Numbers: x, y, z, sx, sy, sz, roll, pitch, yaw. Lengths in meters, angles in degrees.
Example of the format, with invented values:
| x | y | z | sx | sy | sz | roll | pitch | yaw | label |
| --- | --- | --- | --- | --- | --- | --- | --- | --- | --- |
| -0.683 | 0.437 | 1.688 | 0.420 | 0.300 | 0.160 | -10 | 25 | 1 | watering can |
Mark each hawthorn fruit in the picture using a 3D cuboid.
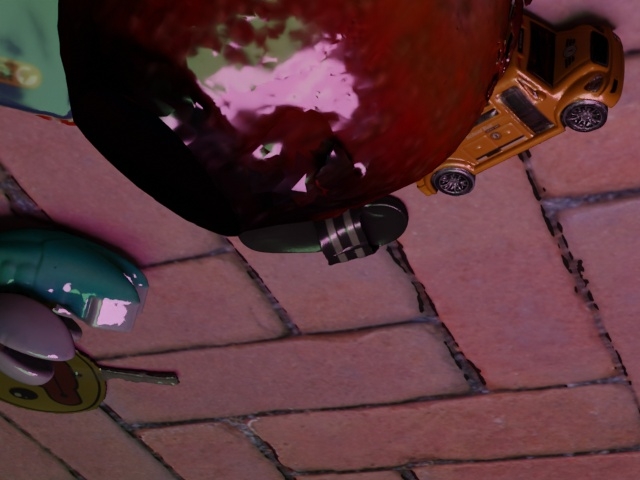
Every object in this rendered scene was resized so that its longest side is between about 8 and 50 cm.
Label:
| x | y | z | sx | sy | sz | roll | pitch | yaw | label |
| --- | --- | --- | --- | --- | --- | --- | --- | --- | --- |
| -0.023 | -0.145 | 0.671 | 0.316 | 0.316 | 0.316 | 6 | 142 | 5 | hawthorn fruit |

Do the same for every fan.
| x | y | z | sx | sy | sz | roll | pitch | yaw | label |
| --- | --- | --- | --- | --- | --- | --- | --- | --- | --- |
| -0.342 | 0.169 | 1.384 | 0.335 | 0.011 | 0.229 | 4 | 142 | 11 | fan |

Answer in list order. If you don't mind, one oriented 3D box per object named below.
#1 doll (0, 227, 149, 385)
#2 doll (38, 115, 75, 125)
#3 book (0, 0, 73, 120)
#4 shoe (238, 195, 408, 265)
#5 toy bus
| x | y | z | sx | sy | sz | roll | pitch | yaw | label |
| --- | --- | --- | --- | --- | --- | --- | --- | --- | --- |
| -0.315 | 0.053 | 1.145 | 0.258 | 0.195 | 0.153 | 25 | 111 | 22 | doll |
| -0.174 | -0.126 | 0.918 | 0.245 | 0.076 | 0.142 | 26 | 141 | -14 | doll |
| -0.275 | -0.293 | 0.668 | 0.300 | 0.039 | 0.427 | 13 | 126 | -4 | book |
| 0.000 | 0.000 | 1.057 | 0.179 | 0.049 | 0.071 | -5 | 141 | 19 | shoe |
| 0.141 | -0.113 | 0.852 | 0.088 | 0.083 | 0.194 | 36 | 136 | -29 | toy bus |
